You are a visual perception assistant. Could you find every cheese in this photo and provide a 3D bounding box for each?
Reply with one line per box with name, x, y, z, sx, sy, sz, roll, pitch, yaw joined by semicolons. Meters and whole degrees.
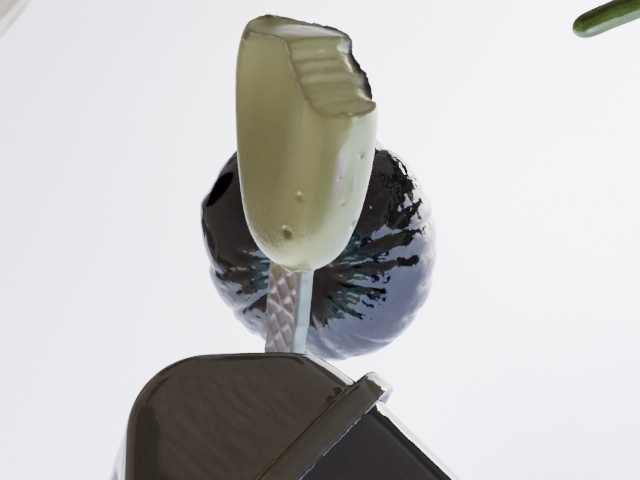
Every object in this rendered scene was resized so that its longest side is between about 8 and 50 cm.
cheese;-0.014;-0.007;0.817;0.050;0.255;0.127;-6;-161;-30

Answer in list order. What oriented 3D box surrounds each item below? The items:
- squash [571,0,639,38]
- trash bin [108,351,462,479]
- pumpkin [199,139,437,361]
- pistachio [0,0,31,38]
squash;0.279;-0.216;1.251;0.083;0.027;0.027;-21;-138;17
trash bin;0.013;0.195;0.629;0.290;0.209;0.182;41;-124;10
pumpkin;0.000;0.000;1.072;0.202;0.202;0.140;-12;-165;23
pistachio;-0.174;-0.137;0.335;0.238;0.321;0.229;-40;-104;-10
